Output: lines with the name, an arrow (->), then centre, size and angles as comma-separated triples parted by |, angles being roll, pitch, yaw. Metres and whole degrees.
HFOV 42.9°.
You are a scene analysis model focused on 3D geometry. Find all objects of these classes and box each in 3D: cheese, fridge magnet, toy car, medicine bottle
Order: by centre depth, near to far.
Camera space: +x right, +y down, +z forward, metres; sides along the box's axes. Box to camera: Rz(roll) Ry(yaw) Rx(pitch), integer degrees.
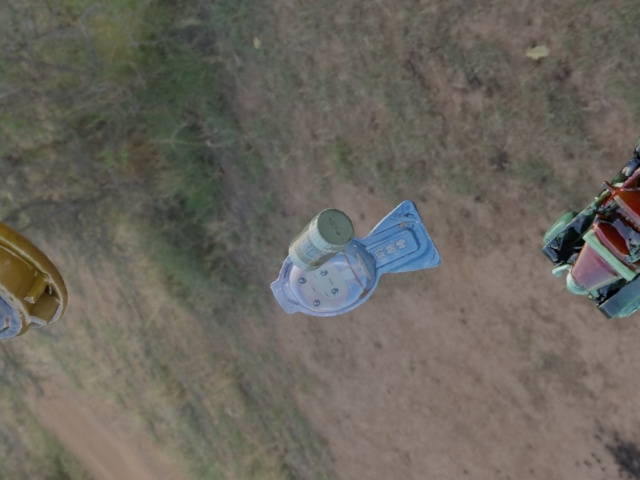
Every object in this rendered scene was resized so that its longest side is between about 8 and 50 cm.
toy car -> 0.175, -0.009, 0.444 | 0.073, 0.054, 0.143 | 48, 148, 13
fridge magnet -> -0.267, 0.028, 0.635 | 0.143, 0.063, 0.143 | 11, 142, 8
medicine bottle -> 0.000, 0.000, 0.898 | 0.047, 0.047, 0.083 | 57, 149, 6
cheese -> 0.045, 0.038, 1.181 | 0.135, 0.244, 0.052 | 60, -169, -27
